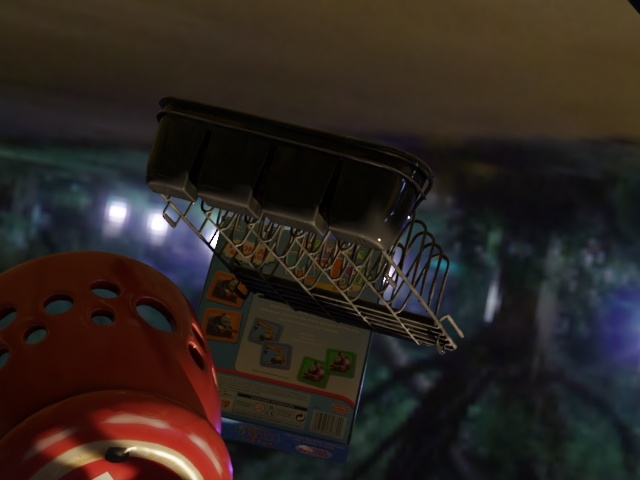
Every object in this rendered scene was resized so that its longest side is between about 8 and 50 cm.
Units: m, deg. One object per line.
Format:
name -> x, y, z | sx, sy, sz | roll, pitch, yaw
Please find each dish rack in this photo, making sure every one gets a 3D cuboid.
dish rack -> 0.000, 0.000, 1.298 | 0.208, 0.074, 0.271 | 16, 163, 24

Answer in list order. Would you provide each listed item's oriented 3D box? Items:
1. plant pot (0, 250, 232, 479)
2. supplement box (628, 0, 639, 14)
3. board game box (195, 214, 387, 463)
plant pot -> -0.152, 0.128, 1.173 | 0.191, 0.191, 0.174 | 9, -152, -26
supplement box -> 0.128, -0.122, 0.603 | 0.056, 0.083, 0.083 | -20, -138, -6
board game box -> -0.034, 0.085, 1.575 | 0.160, 0.211, 0.039 | 13, 145, 1
